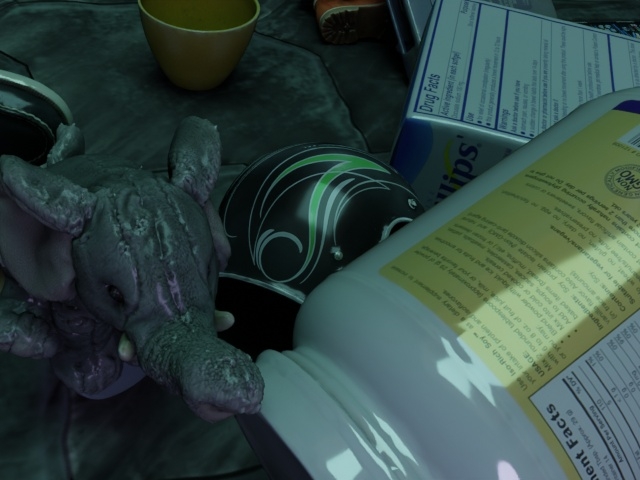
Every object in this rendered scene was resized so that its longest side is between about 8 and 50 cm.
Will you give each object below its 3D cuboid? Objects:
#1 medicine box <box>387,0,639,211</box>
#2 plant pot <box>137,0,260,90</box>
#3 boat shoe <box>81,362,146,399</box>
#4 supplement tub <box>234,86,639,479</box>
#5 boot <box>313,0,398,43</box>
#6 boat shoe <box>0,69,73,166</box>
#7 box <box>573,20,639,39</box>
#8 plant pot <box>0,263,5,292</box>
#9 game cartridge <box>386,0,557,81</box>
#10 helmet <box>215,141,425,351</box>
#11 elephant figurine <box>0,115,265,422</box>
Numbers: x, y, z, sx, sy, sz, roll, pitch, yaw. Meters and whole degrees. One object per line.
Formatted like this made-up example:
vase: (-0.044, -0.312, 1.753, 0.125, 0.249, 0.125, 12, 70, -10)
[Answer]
medicine box: (0.225, -0.105, 0.853, 0.289, 0.149, 0.263, 14, 42, 4)
plant pot: (-0.140, -0.229, 0.950, 0.134, 0.095, 0.134, 6, 42, -5)
boat shoe: (-0.156, 0.048, 0.676, 0.083, 0.065, 0.183, 9, 46, 32)
supplement tub: (0.133, 0.079, 0.522, 0.331, 0.241, 0.241, -34, 56, -16)
boot: (0.068, -0.306, 1.112, 0.157, 0.059, 0.085, -5, 39, -15)
boat shoe: (-0.387, -0.073, 0.702, 0.340, 0.127, 0.113, 2, 44, -8)
box: (0.414, -0.211, 1.084, 0.175, 0.051, 0.220, -7, 45, -19)
plant pot: (-0.243, -0.006, 0.683, 0.109, 0.109, 0.096, 13, 30, 2)
game cartridge: (0.172, -0.373, 1.072, 0.230, 0.068, 0.355, -12, 83, -29)
helmet: (0.000, 0.000, 0.673, 0.169, 0.169, 0.162, 22, 64, 11)
elephant figurine: (-0.113, 0.002, 0.505, 0.186, 0.239, 0.169, 36, 63, -11)
